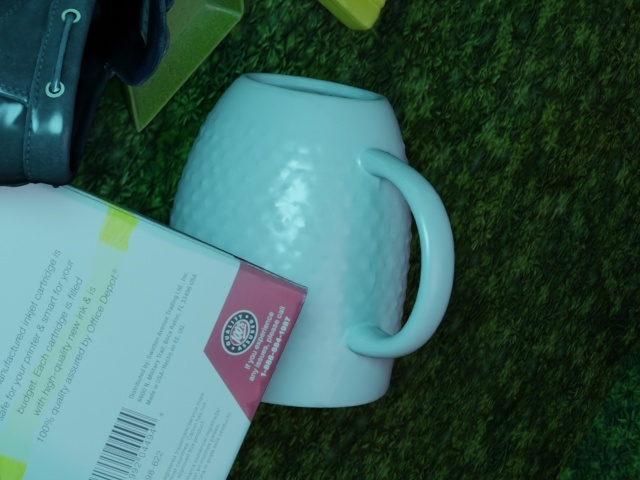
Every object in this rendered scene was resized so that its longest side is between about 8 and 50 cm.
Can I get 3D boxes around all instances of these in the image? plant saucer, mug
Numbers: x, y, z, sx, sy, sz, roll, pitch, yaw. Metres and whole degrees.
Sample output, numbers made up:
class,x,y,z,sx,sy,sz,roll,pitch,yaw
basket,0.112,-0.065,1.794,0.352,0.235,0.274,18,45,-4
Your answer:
class,x,y,z,sx,sy,sz,roll,pitch,yaw
plant saucer,-0.155,-0.231,1.735,0.188,0.045,0.188,-51,164,-21
mug,0.000,0.000,1.851,0.276,0.374,0.328,-1,105,-43

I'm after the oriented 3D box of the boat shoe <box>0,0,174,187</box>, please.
class,x,y,z,sx,sy,sz,roll,pitch,yaw
boat shoe,-0.201,-0.216,1.503,0.500,0.156,0.186,-67,167,-46

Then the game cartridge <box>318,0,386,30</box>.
class,x,y,z,sx,sy,sz,roll,pitch,yaw
game cartridge,0.029,-0.431,1.771,0.285,0.053,0.323,38,73,-29

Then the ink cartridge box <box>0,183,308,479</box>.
class,x,y,z,sx,sy,sz,roll,pitch,yaw
ink cartridge box,-0.250,0.089,1.600,0.385,0.160,0.279,25,90,-29
